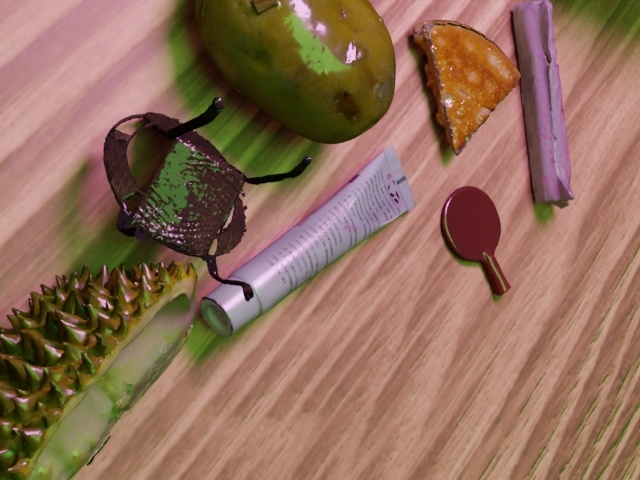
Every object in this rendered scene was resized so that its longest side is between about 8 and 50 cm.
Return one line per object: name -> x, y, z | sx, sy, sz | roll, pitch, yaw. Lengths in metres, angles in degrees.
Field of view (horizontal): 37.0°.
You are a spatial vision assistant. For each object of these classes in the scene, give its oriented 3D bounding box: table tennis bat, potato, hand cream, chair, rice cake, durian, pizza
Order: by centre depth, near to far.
durian -> -0.226, 0.144, 0.883 | 0.355, 0.157, 0.169 | -55, 131, -24
chair -> -0.125, -0.054, 0.944 | 0.174, 0.213, 0.149 | 30, 86, -28
potato -> -0.027, -0.220, 1.046 | 0.253, 0.148, 0.186 | 55, 44, -8
hand cream -> 0.000, 0.000, 1.094 | 0.331, 0.058, 0.085 | -37, 110, -33
pizza -> 0.193, -0.193, 1.253 | 0.185, 0.036, 0.176 | 5, 85, -35
table tennis bat -> 0.211, 0.002, 1.262 | 0.098, 0.019, 0.154 | -33, 102, -31
rice cake -> 0.312, -0.187, 1.306 | 0.051, 0.081, 0.290 | -8, 91, -21
